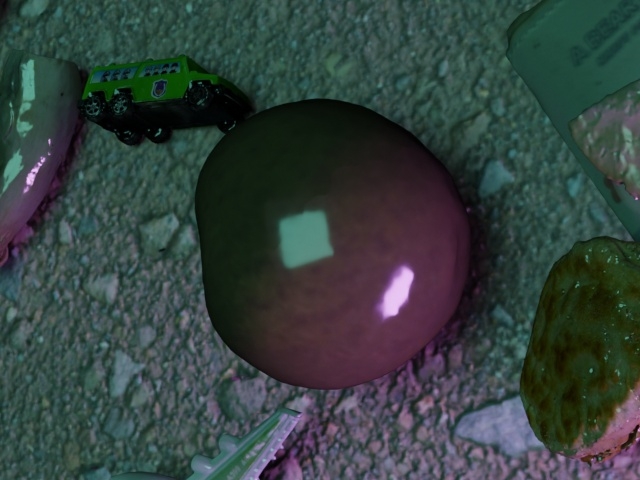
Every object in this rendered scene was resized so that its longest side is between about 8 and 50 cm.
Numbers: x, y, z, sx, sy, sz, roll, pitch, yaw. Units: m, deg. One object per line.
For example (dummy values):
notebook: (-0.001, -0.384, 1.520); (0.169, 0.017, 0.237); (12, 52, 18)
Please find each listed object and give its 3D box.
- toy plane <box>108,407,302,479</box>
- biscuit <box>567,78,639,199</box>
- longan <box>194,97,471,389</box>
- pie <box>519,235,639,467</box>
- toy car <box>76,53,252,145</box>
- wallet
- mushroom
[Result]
toy plane: (-0.082, 0.255, 1.671); (0.255, 0.101, 0.251); (17, 93, 35)
biscuit: (0.304, -0.094, 1.431); (0.250, 0.032, 0.133); (-33, 69, 35)
longan: (0.000, 0.000, 1.584); (0.248, 0.248, 0.248); (-4, 82, 30)
pie: (0.224, 0.083, 1.507); (0.193, 0.079, 0.163); (-46, 57, 45)
toy car: (-0.143, -0.133, 1.773); (0.165, 0.071, 0.062); (-4, 68, 31)
wallet: (0.319, -0.103, 1.490); (0.252, 0.083, 0.360); (-43, 65, 25)
mushroom: (-0.296, -0.075, 1.852); (0.092, 0.081, 0.223); (21, 97, 13)
